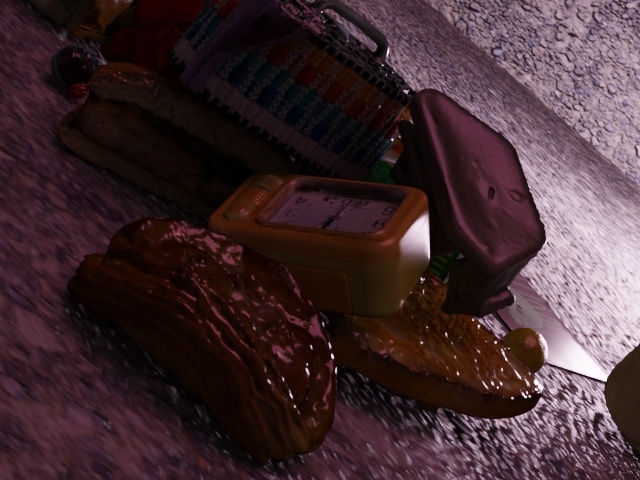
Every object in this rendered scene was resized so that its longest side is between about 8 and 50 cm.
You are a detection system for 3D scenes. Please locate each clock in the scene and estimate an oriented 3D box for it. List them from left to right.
[{"bbox_3d":[0.000,0.000,1.343,0.202,0.096,0.143,8,28,21],"label":"clock"}]

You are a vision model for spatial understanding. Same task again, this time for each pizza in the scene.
[{"bbox_3d":[0.096,0.107,1.438,0.323,0.089,0.223,20,27,-41],"label":"pizza"}]

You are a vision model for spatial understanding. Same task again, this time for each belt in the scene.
[{"bbox_3d":[-0.020,-0.191,1.438,0.295,0.160,0.207,30,14,-41],"label":"belt"}]

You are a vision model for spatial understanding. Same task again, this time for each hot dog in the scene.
[{"bbox_3d":[-0.084,0.074,1.154,0.259,0.114,0.175,39,20,7],"label":"hot dog"}]

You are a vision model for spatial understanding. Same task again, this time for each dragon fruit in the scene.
[{"bbox_3d":[-0.164,-0.228,1.645,0.293,0.233,0.234,7,16,9],"label":"dragon fruit"}]

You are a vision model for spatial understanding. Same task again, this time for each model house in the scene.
[{"bbox_3d":[0.147,-0.026,1.434,0.122,0.188,0.229,-6,62,-19],"label":"model house"}]

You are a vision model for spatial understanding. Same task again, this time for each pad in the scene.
[{"bbox_3d":[0.292,0.093,1.951,0.202,0.005,0.299,20,25,-41],"label":"pad"}]

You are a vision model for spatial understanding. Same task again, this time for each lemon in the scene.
[{"bbox_3d":[0.257,0.140,1.687,0.062,0.062,0.083,38,26,2],"label":"lemon"}]

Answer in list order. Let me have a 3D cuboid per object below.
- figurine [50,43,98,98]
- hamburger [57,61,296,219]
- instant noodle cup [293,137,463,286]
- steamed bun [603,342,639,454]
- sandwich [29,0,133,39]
[{"bbox_3d":[-0.285,-0.200,1.560,0.106,0.047,0.060,-92,163,-75],"label":"figurine"},{"bbox_3d":[-0.152,-0.116,1.467,0.262,0.124,0.131,29,20,-25],"label":"hamburger"},{"bbox_3d":[0.081,-0.047,1.639,0.233,0.207,0.207,30,18,6],"label":"instant noodle cup"},{"bbox_3d":[0.551,0.211,1.726,0.274,0.290,0.272,-2,45,-35],"label":"steamed bun"},{"bbox_3d":[-0.306,-0.344,1.761,0.155,0.227,0.198,42,55,20],"label":"sandwich"}]
